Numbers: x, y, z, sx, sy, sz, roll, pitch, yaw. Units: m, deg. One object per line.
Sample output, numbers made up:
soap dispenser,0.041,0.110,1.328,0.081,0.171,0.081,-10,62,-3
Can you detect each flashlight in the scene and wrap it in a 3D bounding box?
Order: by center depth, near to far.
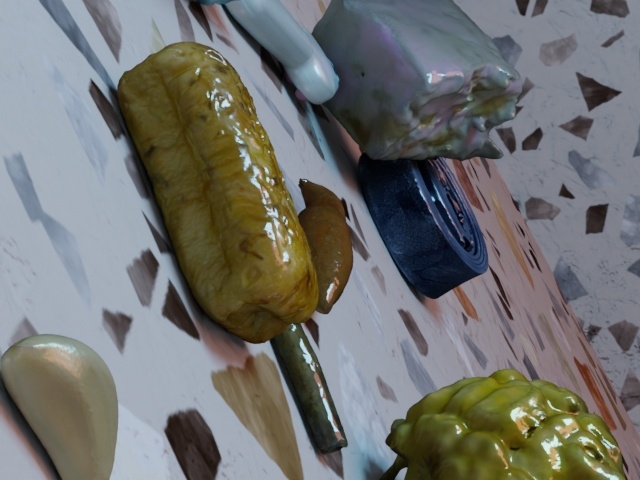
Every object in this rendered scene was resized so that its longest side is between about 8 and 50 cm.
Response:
flashlight,-0.043,-0.205,1.838,0.200,0.047,0.093,43,20,-52

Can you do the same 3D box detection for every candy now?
candy,0.098,-0.180,1.958,0.185,0.137,0.195,-3,44,-44

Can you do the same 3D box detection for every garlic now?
garlic,-0.119,0.077,0.865,0.053,0.041,0.083,-67,136,-69

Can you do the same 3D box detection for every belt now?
belt,0.110,-0.032,2.026,0.190,0.082,0.141,65,21,12

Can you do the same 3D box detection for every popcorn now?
popcorn,0.155,0.226,1.402,0.250,0.190,0.250,64,-1,2

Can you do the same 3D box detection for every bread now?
bread,-0.066,-0.034,1.255,0.114,0.083,0.211,46,21,-68

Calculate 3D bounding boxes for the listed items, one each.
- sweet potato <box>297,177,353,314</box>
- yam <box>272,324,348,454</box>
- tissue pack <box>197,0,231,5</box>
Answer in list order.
sweet potato,0.002,0.001,1.537,0.055,0.058,0.202,37,20,-16
yam,-0.034,0.050,1.350,0.027,0.029,0.234,102,-34,-63
tissue pack,-0.077,-0.350,1.580,0.201,0.124,0.271,63,-19,18
